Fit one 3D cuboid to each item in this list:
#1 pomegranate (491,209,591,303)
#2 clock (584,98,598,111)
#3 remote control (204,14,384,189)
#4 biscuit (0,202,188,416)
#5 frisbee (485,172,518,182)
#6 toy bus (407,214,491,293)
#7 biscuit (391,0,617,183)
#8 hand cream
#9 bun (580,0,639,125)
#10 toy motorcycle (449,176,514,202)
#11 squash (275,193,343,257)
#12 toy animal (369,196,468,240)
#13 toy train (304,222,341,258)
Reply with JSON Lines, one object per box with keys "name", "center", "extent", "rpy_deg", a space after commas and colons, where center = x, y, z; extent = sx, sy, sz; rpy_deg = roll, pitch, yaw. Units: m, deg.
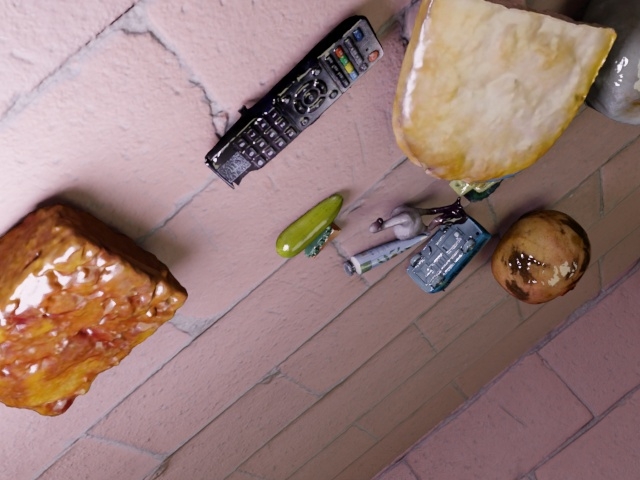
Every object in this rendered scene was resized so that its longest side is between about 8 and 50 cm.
{"name": "pomegranate", "center": [0.715, 0.055, 2.286], "extent": [0.322, 0.322, 0.322], "rpy_deg": [-26, 145, -20]}
{"name": "clock", "center": [0.846, -0.474, 1.946], "extent": [0.281, 0.055, 0.280], "rpy_deg": [-31, 150, -21]}
{"name": "remote control", "center": [-0.052, -0.262, 1.343], "extent": [0.399, 0.062, 0.144], "rpy_deg": [-42, 148, 3]}
{"name": "biscuit", "center": [-0.488, 0.132, 1.300], "extent": [0.395, 0.166, 0.343], "rpy_deg": [-40, 149, 5]}
{"name": "frisbee", "center": [0.383, -0.263, 1.616], "extent": [0.290, 0.049, 0.289], "rpy_deg": [1, 113, 2]}
{"name": "toy bus", "center": [0.379, 0.038, 2.081], "extent": [0.246, 0.113, 0.134], "rpy_deg": [-52, 151, 17]}
{"name": "biscuit", "center": [0.361, -0.312, 1.475], "extent": [0.430, 0.104, 0.446], "rpy_deg": [-1, 131, -17]}
{"name": "hand cream", "center": [0.179, 0.027, 1.921], "extent": [0.256, 0.055, 0.088], "rpy_deg": [-26, -173, -19]}
{"name": "bun", "center": [0.729, -0.449, 1.680], "extent": [0.211, 0.361, 0.362], "rpy_deg": [-5, 163, 31]}
{"name": "toy motorcycle", "center": [0.470, -0.264, 1.753], "extent": [0.237, 0.168, 0.410], "rpy_deg": [8, 125, -47]}
{"name": "squash", "center": [-0.025, -0.036, 1.647], "extent": [0.201, 0.066, 0.066], "rpy_deg": [-43, 148, -5]}
{"name": "toy animal", "center": [0.225, -0.051, 1.822], "extent": [0.324, 0.090, 0.195], "rpy_deg": [-9, 164, -31]}
{"name": "toy train", "center": [0.000, 0.000, 1.733], "extent": [0.103, 0.044, 0.064], "rpy_deg": [-53, 155, 21]}
